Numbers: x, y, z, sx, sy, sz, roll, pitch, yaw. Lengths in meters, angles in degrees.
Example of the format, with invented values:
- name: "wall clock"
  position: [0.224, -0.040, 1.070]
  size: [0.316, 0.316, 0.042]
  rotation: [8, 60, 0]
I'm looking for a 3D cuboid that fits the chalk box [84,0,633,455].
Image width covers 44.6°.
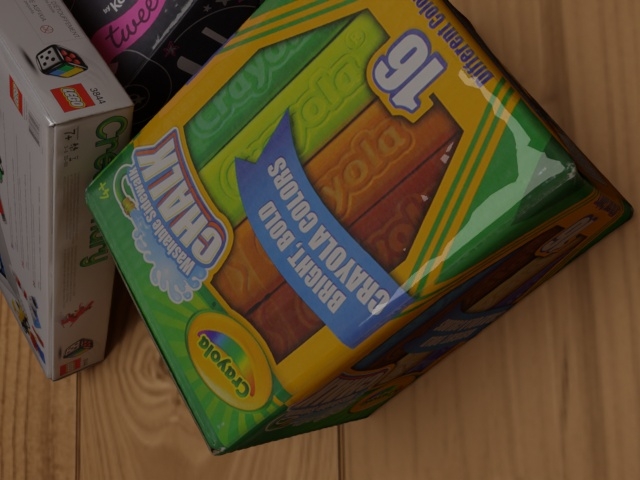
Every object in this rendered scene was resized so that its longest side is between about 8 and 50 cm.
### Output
- name: "chalk box"
  position: [0.000, 0.000, 0.463]
  size: [0.289, 0.179, 0.180]
  rotation: [-42, 67, 19]

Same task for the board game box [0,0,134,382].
- name: "board game box"
  position: [-0.212, -0.050, 0.561]
  size: [0.193, 0.053, 0.305]
  rotation: [54, 146, 21]

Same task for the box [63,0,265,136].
- name: "box"
  position: [-0.074, -0.204, 0.544]
  size: [0.247, 0.142, 0.163]
  rotation: [-46, 66, 18]
